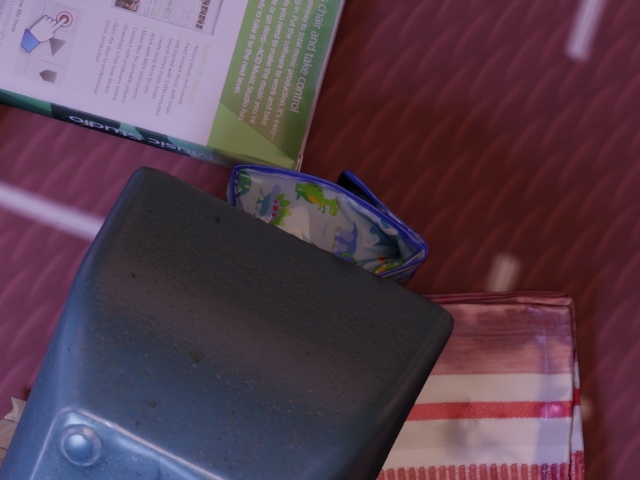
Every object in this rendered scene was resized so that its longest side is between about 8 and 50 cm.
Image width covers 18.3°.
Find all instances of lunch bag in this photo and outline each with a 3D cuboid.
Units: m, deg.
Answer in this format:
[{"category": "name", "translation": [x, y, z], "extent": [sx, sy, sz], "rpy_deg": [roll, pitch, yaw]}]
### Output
[{"category": "lunch bag", "translation": [0.000, 0.000, 1.457], "extent": [0.151, 0.129, 0.096], "rpy_deg": [13, 83, -1]}]

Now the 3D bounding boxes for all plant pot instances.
[{"category": "plant pot", "translation": [-0.089, 0.143, 1.305], "extent": [0.248, 0.252, 0.247], "rpy_deg": [26, 115, 3]}]

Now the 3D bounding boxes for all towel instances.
[{"category": "towel", "translation": [0.084, 0.204, 1.484], "extent": [0.237, 0.037, 0.329], "rpy_deg": [-3, 83, -3]}]

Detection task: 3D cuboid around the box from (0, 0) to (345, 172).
[{"category": "box", "translation": [-0.141, -0.196, 1.509], "extent": [0.322, 0.058, 0.232], "rpy_deg": [16, 82, -1]}]

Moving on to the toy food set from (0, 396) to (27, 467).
[{"category": "toy food set", "translation": [-0.222, 0.185, 1.471], "extent": [0.078, 0.019, 0.122], "rpy_deg": [28, 72, -8]}]
